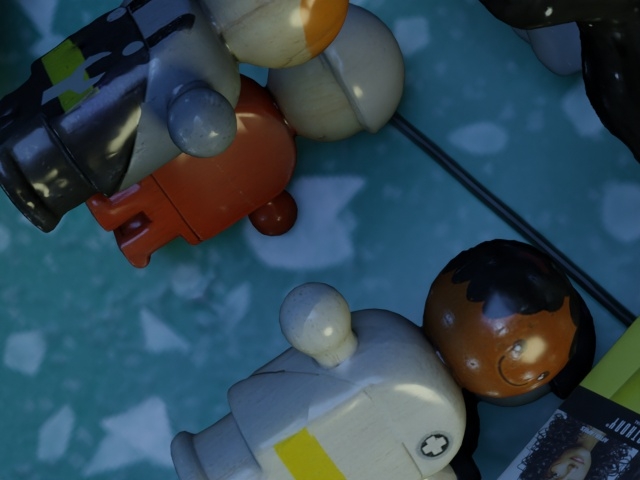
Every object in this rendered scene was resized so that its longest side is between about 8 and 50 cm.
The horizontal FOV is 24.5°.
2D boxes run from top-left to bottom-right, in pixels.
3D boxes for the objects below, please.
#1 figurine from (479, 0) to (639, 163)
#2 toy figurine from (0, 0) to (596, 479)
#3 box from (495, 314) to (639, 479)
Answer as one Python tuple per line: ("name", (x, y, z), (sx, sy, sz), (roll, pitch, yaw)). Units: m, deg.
("figurine", (0.078, -0.112, 0.497), (0.092, 0.209, 0.215), (-45, 44, 14))
("toy figurine", (0.000, 0.000, 0.533), (0.148, 0.209, 0.213), (-32, 78, 1))
("box", (0.163, 0.042, 0.519), (0.232, 0.058, 0.087), (-45, 35, -12))
